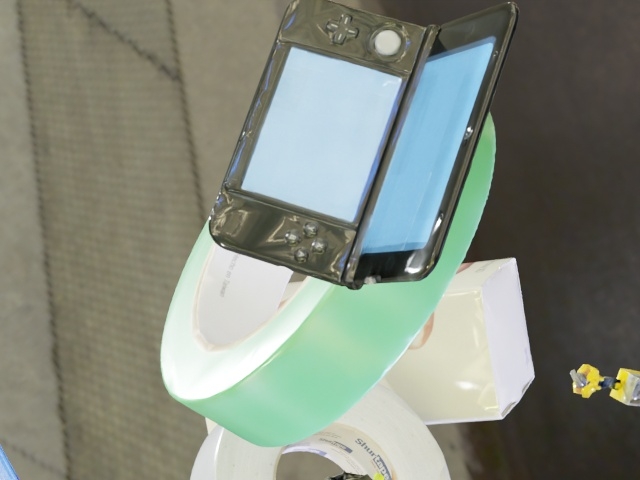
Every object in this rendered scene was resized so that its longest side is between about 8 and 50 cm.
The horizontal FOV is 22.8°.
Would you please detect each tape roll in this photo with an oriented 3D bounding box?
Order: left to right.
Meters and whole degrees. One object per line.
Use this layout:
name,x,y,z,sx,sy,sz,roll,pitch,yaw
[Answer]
tape roll,0.000,0.000,1.219,0.077,0.321,0.321,33,41,-21
tape roll,0.001,0.221,1.355,0.219,0.072,0.219,10,60,-19

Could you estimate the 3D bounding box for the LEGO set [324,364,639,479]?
LEGO set,0.076,0.165,0.649,0.331,0.192,0.255,-21,122,-36

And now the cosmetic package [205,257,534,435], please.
cosmetic package,0.042,0.105,1.540,0.153,0.296,0.129,-28,110,-69

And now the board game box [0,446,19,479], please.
board game box,-0.391,0.229,1.475,0.210,0.047,0.160,-41,114,-44

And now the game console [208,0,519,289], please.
game console,0.016,-0.047,0.663,0.071,0.107,0.122,71,38,-74
